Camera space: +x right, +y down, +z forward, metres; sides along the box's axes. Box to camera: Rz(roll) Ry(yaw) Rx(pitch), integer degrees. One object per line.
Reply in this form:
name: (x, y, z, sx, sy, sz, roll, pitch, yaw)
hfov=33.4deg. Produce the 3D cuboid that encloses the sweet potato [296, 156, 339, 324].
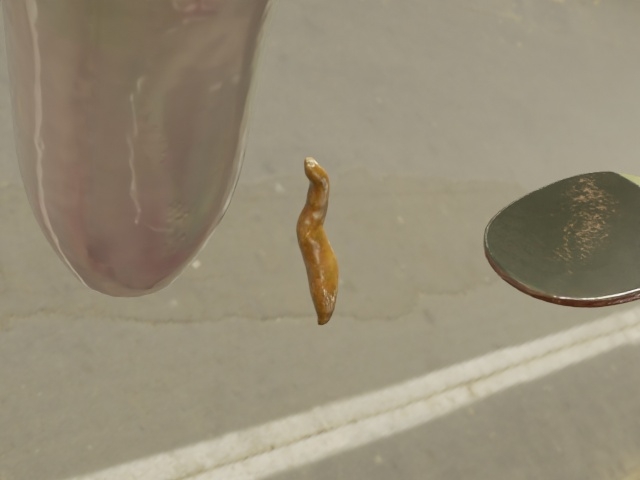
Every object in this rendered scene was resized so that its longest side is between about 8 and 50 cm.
sweet potato: (-0.004, 0.000, 1.089, 0.044, 0.044, 0.179, -33, 122, -59)

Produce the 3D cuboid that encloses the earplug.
earplug: (-0.107, -0.081, 0.602, 0.172, 0.301, 0.172, 8, 44, -7)

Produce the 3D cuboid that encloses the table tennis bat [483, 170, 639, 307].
table tennis bat: (0.278, -0.026, 0.925, 0.301, 0.022, 0.173, -24, 38, -22)
